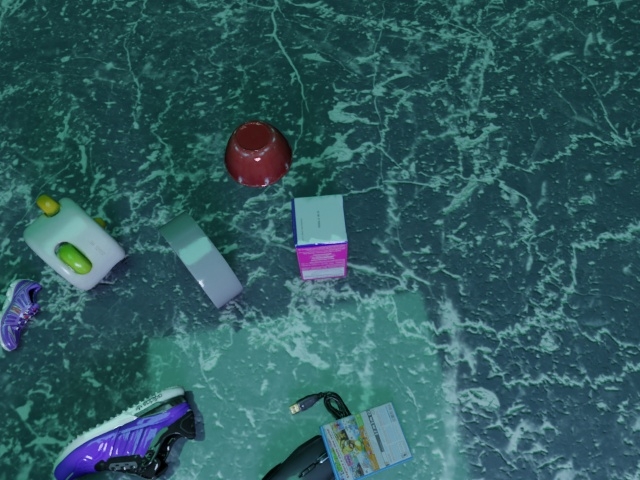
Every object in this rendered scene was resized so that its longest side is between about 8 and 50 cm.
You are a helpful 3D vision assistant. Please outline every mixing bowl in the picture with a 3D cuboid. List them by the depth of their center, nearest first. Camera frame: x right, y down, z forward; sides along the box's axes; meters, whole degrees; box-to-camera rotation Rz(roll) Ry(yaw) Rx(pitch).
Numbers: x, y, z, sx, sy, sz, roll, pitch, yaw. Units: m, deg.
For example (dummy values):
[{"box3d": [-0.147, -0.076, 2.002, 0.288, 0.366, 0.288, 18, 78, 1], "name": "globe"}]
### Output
[{"box3d": [-0.164, -0.238, 1.346, 0.182, 0.098, 0.181, 0, 67, 1], "name": "mixing bowl"}]

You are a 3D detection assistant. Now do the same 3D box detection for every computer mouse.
[{"box3d": [-0.032, 0.425, 1.075, 0.262, 0.060, 0.184, -29, 70, -11], "name": "computer mouse"}]

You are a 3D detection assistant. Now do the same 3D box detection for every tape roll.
[{"box3d": [-0.263, 0.043, 1.162, 0.072, 0.219, 0.219, -36, 70, -14], "name": "tape roll"}]

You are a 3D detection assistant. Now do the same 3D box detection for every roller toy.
[{"box3d": [-0.554, 0.002, 1.204, 0.209, 0.191, 0.146, 39, 74, 14], "name": "roller toy"}]

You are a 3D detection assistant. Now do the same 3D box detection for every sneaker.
[{"box3d": [-0.386, 0.428, 1.064, 0.293, 0.102, 0.146, -30, 70, -10], "name": "sneaker"}, {"box3d": [-0.688, 0.167, 1.208, 0.071, 0.068, 0.169, 3, 66, -3], "name": "sneaker"}]

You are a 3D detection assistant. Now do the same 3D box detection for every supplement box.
[{"box3d": [0.000, 0.000, 1.172, 0.114, 0.220, 0.111, -5, 67, -1], "name": "supplement box"}]

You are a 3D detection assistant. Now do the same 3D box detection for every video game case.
[{"box3d": [0.093, 0.410, 1.071, 0.166, 0.015, 0.119, -12, 68, -21], "name": "video game case"}]
